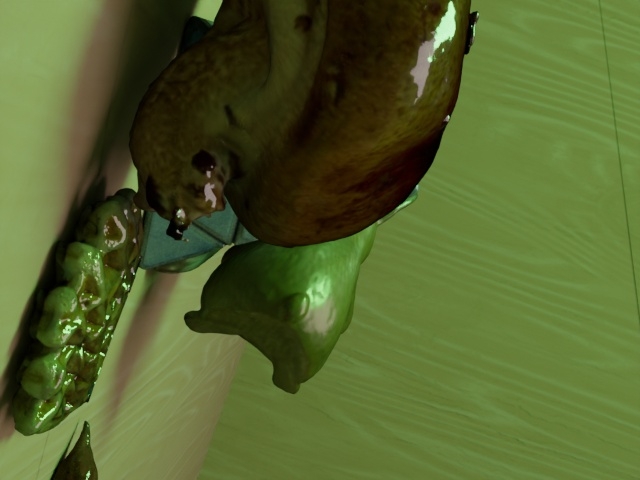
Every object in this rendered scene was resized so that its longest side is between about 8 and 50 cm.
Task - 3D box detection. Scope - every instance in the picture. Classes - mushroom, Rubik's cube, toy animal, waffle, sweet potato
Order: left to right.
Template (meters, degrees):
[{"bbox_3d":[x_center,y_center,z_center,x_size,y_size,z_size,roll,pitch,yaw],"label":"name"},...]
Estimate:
[{"bbox_3d":[-0.260,0.246,1.419,0.049,0.049,0.117,104,-4,-66],"label":"sweet potato"},{"bbox_3d":[-0.197,0.061,1.139,0.204,0.054,0.223,74,36,-85],"label":"waffle"},{"bbox_3d":[-0.077,-0.116,1.403,0.228,0.228,0.233,-20,-173,-38],"label":"Rubik's cube"},{"bbox_3d":[-0.019,-0.159,1.116,0.345,0.260,0.345,-176,-90,-66],"label":"mushroom"},{"bbox_3d":[-0.010,0.015,1.658,0.180,0.181,0.363,-55,-177,42],"label":"toy animal"}]

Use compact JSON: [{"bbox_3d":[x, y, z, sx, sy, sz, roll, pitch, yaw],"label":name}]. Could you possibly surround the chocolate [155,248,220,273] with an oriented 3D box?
[{"bbox_3d":[-0.120,-0.048,1.608,0.254,0.080,0.156,-59,169,-75],"label":"chocolate"}]
